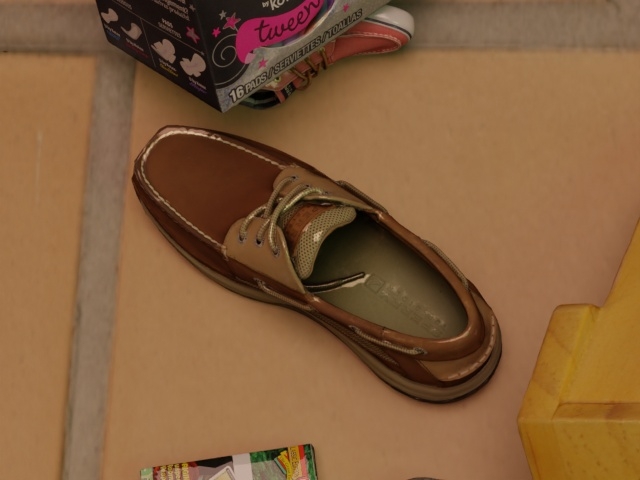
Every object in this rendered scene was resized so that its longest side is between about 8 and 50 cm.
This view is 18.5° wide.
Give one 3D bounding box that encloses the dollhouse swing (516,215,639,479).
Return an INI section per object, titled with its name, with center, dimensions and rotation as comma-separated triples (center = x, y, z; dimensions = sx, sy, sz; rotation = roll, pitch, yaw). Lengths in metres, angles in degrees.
[dollhouse swing]
center = 0.367, 0.120, 1.373
dimensions = 0.346, 0.315, 0.305
rotation = -4, 26, 32

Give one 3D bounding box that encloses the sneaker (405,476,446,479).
[sneaker]
center = 0.125, 0.218, 1.438
dimensions = 0.170, 0.075, 0.063
rotation = 28, 75, 14

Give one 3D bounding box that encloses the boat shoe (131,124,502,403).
[boat shoe]
center = 0.000, 0.000, 1.504
dimensions = 0.324, 0.120, 0.123
rotation = 30, 75, 14

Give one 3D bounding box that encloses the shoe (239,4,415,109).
[shoe]
center = -0.013, -0.148, 1.592
dimensions = 0.178, 0.063, 0.081
rotation = 3, 72, 12

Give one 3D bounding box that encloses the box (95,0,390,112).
[box]
center = -0.043, -0.241, 1.528
dimensions = 0.247, 0.142, 0.163
rotation = -36, 46, -23

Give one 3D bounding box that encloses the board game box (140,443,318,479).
[board game box]
center = -0.054, 0.286, 1.457
dimensions = 0.136, 0.030, 0.260
rotation = -9, 70, 0
